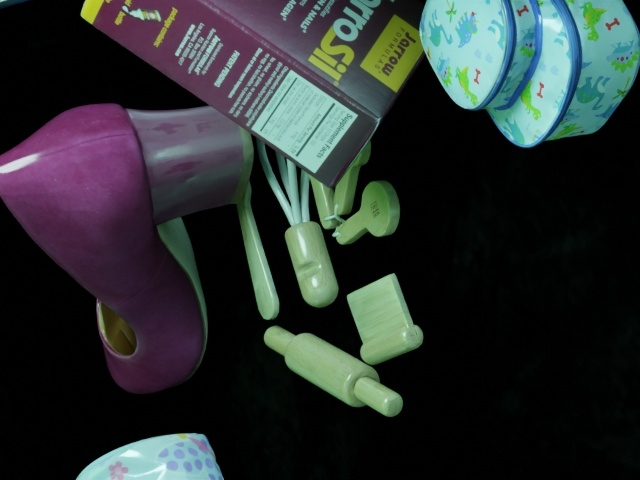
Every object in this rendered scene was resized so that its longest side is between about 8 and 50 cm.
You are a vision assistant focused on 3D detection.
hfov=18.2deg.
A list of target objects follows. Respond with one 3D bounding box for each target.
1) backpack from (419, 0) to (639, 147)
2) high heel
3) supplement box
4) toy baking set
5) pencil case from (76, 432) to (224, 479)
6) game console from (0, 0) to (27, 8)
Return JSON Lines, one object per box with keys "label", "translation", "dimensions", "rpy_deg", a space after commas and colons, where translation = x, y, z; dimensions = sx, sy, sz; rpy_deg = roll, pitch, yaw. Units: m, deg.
{"label": "backpack", "translation": [0.111, -0.110, 1.078], "dimensions": [0.114, 0.084, 0.105], "rpy_deg": [60, 147, 27]}
{"label": "high heel", "translation": [-0.173, 0.017, 1.480], "dimensions": [0.377, 0.181, 0.127], "rpy_deg": [109, 145, -53]}
{"label": "supplement box", "translation": [-0.034, -0.135, 1.206], "dimensions": [0.188, 0.104, 0.081], "rpy_deg": [34, 143, -2]}
{"label": "toy baking set", "translation": [0.001, 0.007, 1.363], "dimensions": [0.256, 0.030, 0.196], "rpy_deg": [19, 112, 57]}
{"label": "pencil case", "translation": [-0.097, 0.283, 1.517], "dimensions": [0.124, 0.113, 0.273], "rpy_deg": [-31, 65, 17]}
{"label": "game console", "translation": [-0.204, -0.343, 1.461], "dimensions": [0.250, 0.173, 0.293], "rpy_deg": [-31, 73, 59]}
